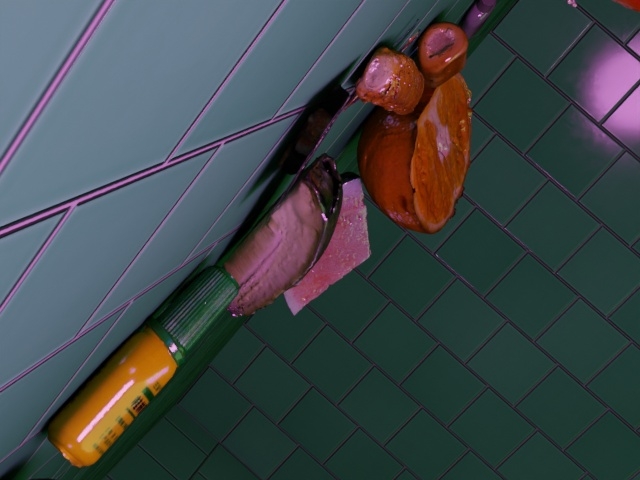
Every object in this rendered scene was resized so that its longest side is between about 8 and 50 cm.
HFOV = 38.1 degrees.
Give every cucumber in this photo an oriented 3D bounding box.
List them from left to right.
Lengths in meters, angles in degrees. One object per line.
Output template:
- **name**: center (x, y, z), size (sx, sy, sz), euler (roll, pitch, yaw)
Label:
- **cucumber**: center (-0.038, -0.009, 1.293), size (0.145, 0.105, 0.325), euler (-53, -176, -38)

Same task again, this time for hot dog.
- **hot dog**: center (0.102, -0.209, 1.255), size (0.083, 0.068, 0.289), euler (-53, 172, 12)

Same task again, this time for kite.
- **kite**: center (0.084, -0.240, 1.301), size (0.160, 0.010, 0.183), euler (-46, 175, 4)

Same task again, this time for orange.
- **orange**: center (0.193, -0.160, 1.714), size (0.274, 0.274, 0.310), euler (-50, -146, 29)

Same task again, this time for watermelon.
- **watermelon**: center (0.000, 0.000, 1.847), size (0.260, 0.176, 0.256), euler (-35, 166, 0)

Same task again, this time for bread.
- **bread**: center (0.198, -0.309, 1.533), size (0.092, 0.074, 0.239), euler (-33, 178, 7)

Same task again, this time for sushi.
- **sushi**: center (-0.019, -0.115, 1.088), size (0.201, 0.031, 0.139), euler (-54, -177, 44)

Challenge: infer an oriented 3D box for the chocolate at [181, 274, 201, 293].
- **chocolate**: center (-0.176, 0.078, 1.304), size (0.065, 0.031, 0.101), euler (-66, 172, 28)

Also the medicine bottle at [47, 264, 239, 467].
- **medicine bottle**: center (-0.221, 0.153, 1.183), size (0.309, 0.076, 0.111), euler (-49, 178, -20)

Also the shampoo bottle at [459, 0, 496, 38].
- **shampoo bottle**: center (0.319, -0.456, 1.853), size (0.080, 0.040, 0.165), euler (-47, 179, -6)

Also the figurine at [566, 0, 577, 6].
- **figurine**: center (0.325, -0.406, 1.305), size (0.132, 0.153, 0.132), euler (-49, 178, -2)

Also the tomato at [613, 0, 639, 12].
- **tomato**: center (0.346, -0.352, 0.858), size (0.303, 0.303, 0.239), euler (-49, -158, -7)

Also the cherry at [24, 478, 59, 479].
- **cherry**: center (-0.368, 0.420, 1.153), size (0.236, 0.212, 0.286), euler (-75, 173, -46)
